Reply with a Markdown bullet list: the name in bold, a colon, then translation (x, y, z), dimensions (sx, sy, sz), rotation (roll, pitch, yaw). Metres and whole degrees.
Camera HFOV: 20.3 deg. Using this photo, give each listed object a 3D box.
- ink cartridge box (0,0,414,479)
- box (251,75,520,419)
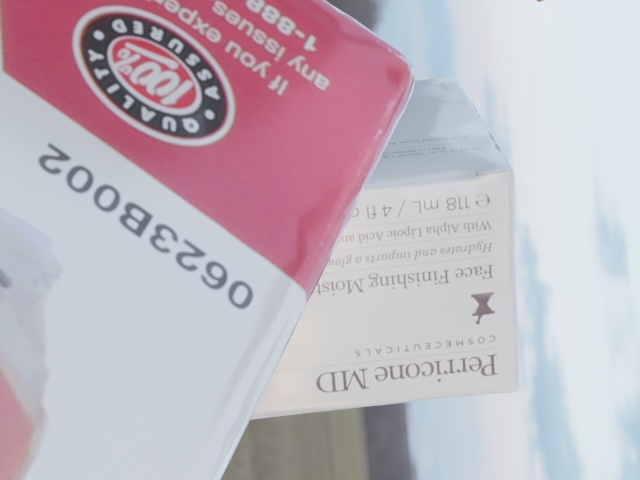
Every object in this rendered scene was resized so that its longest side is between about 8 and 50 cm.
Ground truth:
- **ink cartridge box**: translation (-0.179, 0.043, 0.391), dimensions (0.160, 0.279, 0.384), rotation (-47, -168, 47)
- **box**: translation (0.000, 0.000, 0.924), dimensions (0.182, 0.181, 0.119), rotation (-104, -172, -69)
